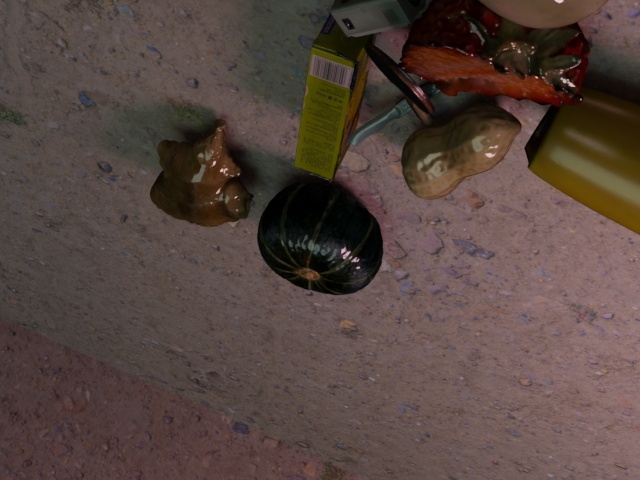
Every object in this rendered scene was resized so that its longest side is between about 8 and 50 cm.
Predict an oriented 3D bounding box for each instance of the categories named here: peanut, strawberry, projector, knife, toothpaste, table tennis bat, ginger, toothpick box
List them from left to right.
[{"bbox_3d":[-0.223,-0.124,2.011,0.219,0.123,0.270,31,149,-4],"label":"ginger"},{"bbox_3d":[0.023,-0.236,1.677,0.077,0.110,0.327,20,149,5],"label":"toothpaste"},{"bbox_3d":[0.095,-0.351,1.411,0.115,0.147,0.061,-4,140,40],"label":"projector"},{"bbox_3d":[0.124,-0.210,1.686,0.210,0.015,0.028,-31,103,35],"label":"knife"},{"bbox_3d":[0.130,-0.230,1.564,0.130,0.019,0.220,46,-176,27],"label":"table tennis bat"},{"bbox_3d":[0.215,-0.146,1.667,0.123,0.123,0.257,35,148,-16],"label":"peanut"},{"bbox_3d":[0.247,-0.279,1.425,0.253,0.150,0.280,16,-179,0],"label":"strawberry"},{"bbox_3d":[0.441,-0.116,1.501,0.271,0.175,0.175,26,150,5],"label":"toothpick box"}]

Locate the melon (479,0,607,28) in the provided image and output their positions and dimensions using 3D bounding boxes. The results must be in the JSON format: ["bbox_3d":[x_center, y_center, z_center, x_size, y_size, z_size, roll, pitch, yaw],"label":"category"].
[{"bbox_3d":[0.229,-0.389,1.181,0.317,0.223,0.223,43,145,-24],"label":"melon"}]

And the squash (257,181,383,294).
[{"bbox_3d":[0.000,0.000,2.002,0.252,0.165,0.252,17,151,10],"label":"squash"}]
